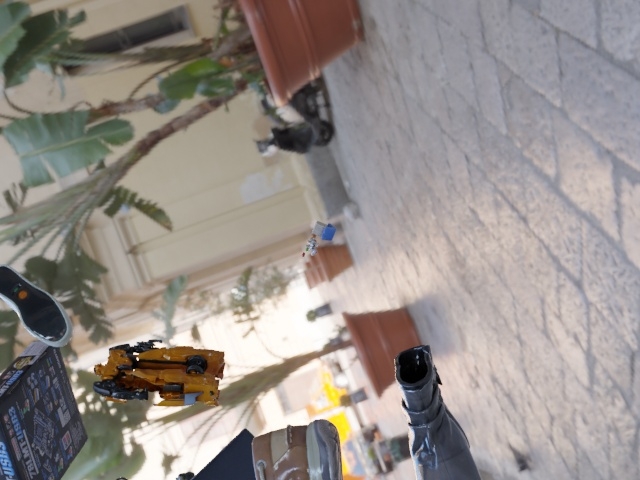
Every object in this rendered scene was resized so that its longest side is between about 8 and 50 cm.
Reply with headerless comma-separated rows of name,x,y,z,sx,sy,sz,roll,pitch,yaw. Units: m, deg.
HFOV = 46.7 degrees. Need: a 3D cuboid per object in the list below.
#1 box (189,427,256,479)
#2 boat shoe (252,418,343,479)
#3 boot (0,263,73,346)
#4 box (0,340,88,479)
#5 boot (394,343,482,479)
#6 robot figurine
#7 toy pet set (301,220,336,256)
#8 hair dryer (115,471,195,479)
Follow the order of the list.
box,-0.190,0.522,1.283,0.182,0.296,0.294,42,151,13
boat shoe,-0.026,0.377,0.881,0.123,0.116,0.325,53,-147,-83
boot,-0.637,0.166,1.701,0.244,0.088,0.176,39,164,16
box,-0.653,0.422,1.690,0.293,0.073,0.296,-70,-27,-67
boot,0.173,0.310,1.147,0.338,0.118,0.223,-108,0,-75
robot figurine,-0.369,0.309,1.690,0.211,0.290,0.085,-89,1,-64
toy pet set,0.000,0.000,2.255,0.122,0.065,0.114,-60,-7,-74
hair dryer,-0.390,0.681,1.698,0.080,0.223,0.294,-16,75,54
